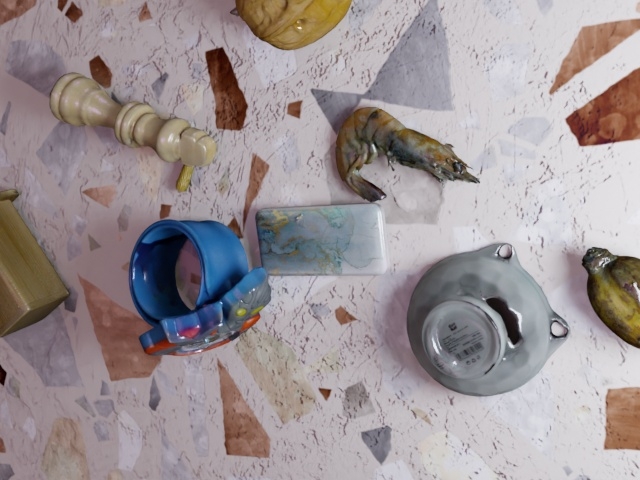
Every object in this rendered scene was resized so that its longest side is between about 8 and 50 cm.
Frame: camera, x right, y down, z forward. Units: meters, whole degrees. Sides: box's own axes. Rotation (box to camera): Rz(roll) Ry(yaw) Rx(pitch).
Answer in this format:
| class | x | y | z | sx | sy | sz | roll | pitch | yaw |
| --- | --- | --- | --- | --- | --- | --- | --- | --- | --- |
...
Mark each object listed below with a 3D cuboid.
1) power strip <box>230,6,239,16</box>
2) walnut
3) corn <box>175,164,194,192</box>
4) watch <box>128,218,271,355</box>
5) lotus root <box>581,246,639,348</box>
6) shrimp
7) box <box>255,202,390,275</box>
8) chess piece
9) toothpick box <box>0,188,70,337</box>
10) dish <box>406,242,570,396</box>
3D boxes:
| class | x | y | z | sx | sy | sz | roll | pitch | yaw |
| --- | --- | --- | --- | --- | --- | --- | --- | --- | --- |
| power strip | -0.095 | -0.555 | 1.490 | 0.093 | 0.053 | 0.288 | 45 | 117 | 12 |
| walnut | -0.047 | -0.449 | 1.410 | 0.225 | 0.193 | 0.193 | -27 | 87 | 28 |
| corn | -0.293 | -0.139 | 1.688 | 0.028 | 0.027 | 0.083 | 47 | 120 | 49 |
| watch | -0.251 | 0.072 | 1.608 | 0.305 | 0.241 | 0.275 | -35 | 69 | 28 |
| lotus root | 0.505 | 0.093 | 1.267 | 0.120 | 0.120 | 0.209 | -45 | 77 | 27 |
| shrimp | 0.147 | -0.132 | 1.444 | 0.296 | 0.058 | 0.169 | 32 | 115 | 25 |
| box | 0.000 | 0.000 | 1.553 | 0.284 | 0.044 | 0.142 | -2 | 103 | 28 |
| chess piece | -0.396 | -0.248 | 1.673 | 0.396 | 0.117 | 0.117 | 24 | 110 | 21 |
| toothpick box | -0.776 | 0.058 | 1.897 | 0.190 | 0.187 | 0.308 | -36 | 86 | 27 |
| dish | 0.271 | 0.162 | 1.397 | 0.302 | 0.120 | 0.303 | 6 | 103 | 28 |
